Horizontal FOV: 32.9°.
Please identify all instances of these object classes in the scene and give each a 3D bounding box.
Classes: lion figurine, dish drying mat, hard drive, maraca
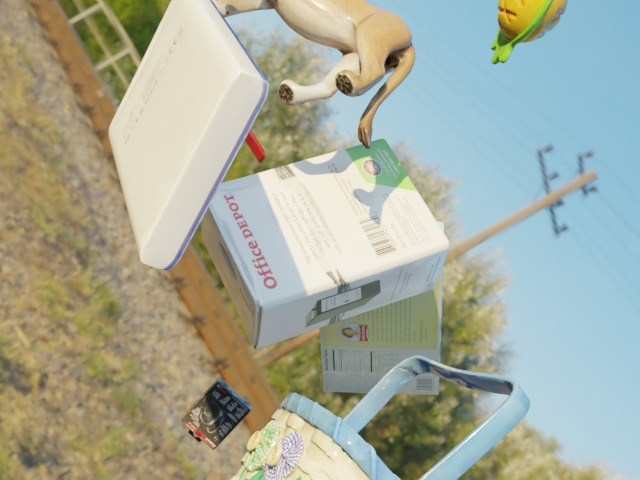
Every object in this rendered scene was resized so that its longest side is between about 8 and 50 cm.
[{"bbox_3d":[0.007,-0.297,1.387,0.392,0.240,0.142,51,-39,12],"label":"lion figurine"},{"bbox_3d":[-0.114,-0.165,1.735,0.083,0.008,0.032,57,-27,5],"label":"dish drying mat"},{"bbox_3d":[-0.150,-0.133,1.136,0.040,0.210,0.318,22,19,-26],"label":"hard drive"},{"bbox_3d":[0.324,-0.360,1.715,0.099,0.185,0.127,26,40,-12],"label":"maraca"}]

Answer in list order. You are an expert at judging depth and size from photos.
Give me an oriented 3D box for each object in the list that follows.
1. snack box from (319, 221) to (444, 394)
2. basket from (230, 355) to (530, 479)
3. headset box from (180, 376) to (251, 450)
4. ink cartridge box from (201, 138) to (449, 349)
[{"bbox_3d":[0.090,0.107,1.644,0.060,0.187,0.321,-83,172,-49],"label":"snack box"},{"bbox_3d":[0.050,0.228,1.072,0.201,0.289,0.255,55,-18,-11],"label":"basket"},{"bbox_3d":[-0.144,0.238,1.469,0.062,0.083,0.032,42,3,-4],"label":"headset box"},{"bbox_3d":[0.000,0.000,1.437,0.114,0.273,0.198,102,-34,-54],"label":"ink cartridge box"}]
